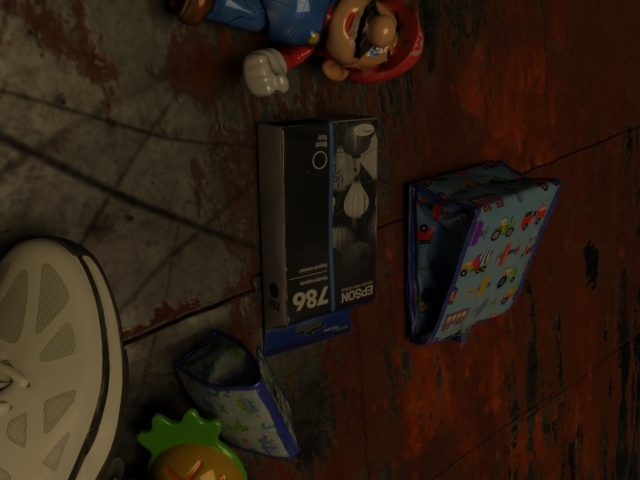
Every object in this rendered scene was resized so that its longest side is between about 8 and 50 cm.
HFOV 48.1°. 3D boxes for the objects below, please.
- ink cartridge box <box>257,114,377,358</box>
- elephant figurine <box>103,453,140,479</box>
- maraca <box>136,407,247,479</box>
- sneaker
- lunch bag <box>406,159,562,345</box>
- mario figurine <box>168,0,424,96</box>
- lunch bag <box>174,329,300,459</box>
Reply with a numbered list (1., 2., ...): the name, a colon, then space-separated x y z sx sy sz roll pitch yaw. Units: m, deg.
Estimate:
1. ink cartridge box: 0.000 0.000 0.985 0.165 0.065 0.333 -13 110 -36
2. elephant figurine: -0.228 0.400 0.783 0.186 0.169 0.239 29 40 -4
3. maraca: -0.160 0.287 0.902 0.127 0.099 0.186 -12 116 1
4. sneaker: -0.316 0.192 0.612 0.257 0.169 0.448 38 55 -66
5. lunch bag: 0.252 0.041 1.165 0.220 0.138 0.293 -16 121 -37
6. mario figurine: 0.002 -0.272 0.835 0.320 0.170 0.198 10 139 -33
7. lunch bag: -0.096 0.199 0.903 0.096 0.151 0.129 -38 121 -24
